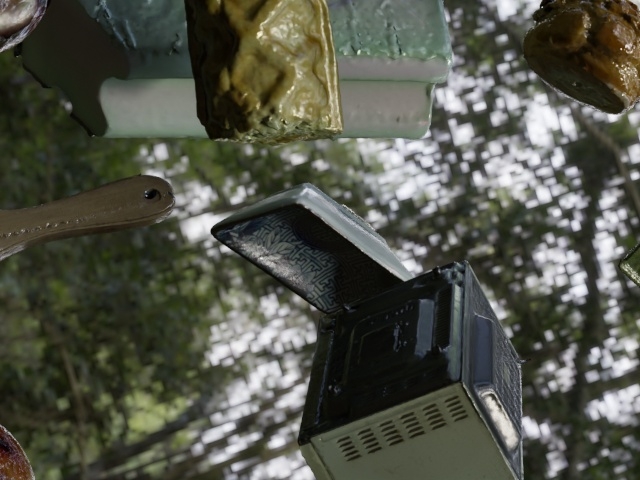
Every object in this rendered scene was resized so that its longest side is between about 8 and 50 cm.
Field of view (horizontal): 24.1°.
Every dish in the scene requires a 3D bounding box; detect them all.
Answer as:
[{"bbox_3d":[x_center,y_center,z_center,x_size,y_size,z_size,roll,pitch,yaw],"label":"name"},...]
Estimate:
[{"bbox_3d":[0.000,0.000,2.007,0.182,0.243,0.080,-16,-131,44],"label":"dish"}]

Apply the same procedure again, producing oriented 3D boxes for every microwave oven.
[{"bbox_3d":[0.075,0.123,1.217,0.129,0.163,0.205,59,17,-20],"label":"microwave oven"}]

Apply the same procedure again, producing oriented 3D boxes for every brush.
[{"bbox_3d":[-0.290,-0.018,1.368,0.065,0.327,0.070,102,-30,-51],"label":"brush"}]

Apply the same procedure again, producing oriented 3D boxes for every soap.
[{"bbox_3d":[-0.104,-0.247,1.602,0.156,0.446,0.261,106,-20,-58],"label":"soap"}]

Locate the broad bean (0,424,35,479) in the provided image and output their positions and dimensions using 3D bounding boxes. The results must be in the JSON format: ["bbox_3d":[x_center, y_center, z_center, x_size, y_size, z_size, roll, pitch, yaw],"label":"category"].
[{"bbox_3d":[-0.308,0.234,1.328,0.084,0.114,0.165,-64,170,-60],"label":"broad bean"}]

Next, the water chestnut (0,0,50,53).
[{"bbox_3d":[-0.269,-0.213,0.824,0.289,0.244,0.289,54,-15,21],"label":"water chestnut"}]

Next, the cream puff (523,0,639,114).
[{"bbox_3d":[0.310,-0.217,1.677,0.165,0.115,0.150,33,-12,-7],"label":"cream puff"}]

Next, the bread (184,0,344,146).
[{"bbox_3d":[-0.061,-0.217,1.356,0.152,0.130,0.268,-178,-101,-78],"label":"bread"}]

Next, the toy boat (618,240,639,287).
[{"bbox_3d":[0.451,0.085,1.609,0.293,0.055,0.093,36,-60,-3],"label":"toy boat"}]
